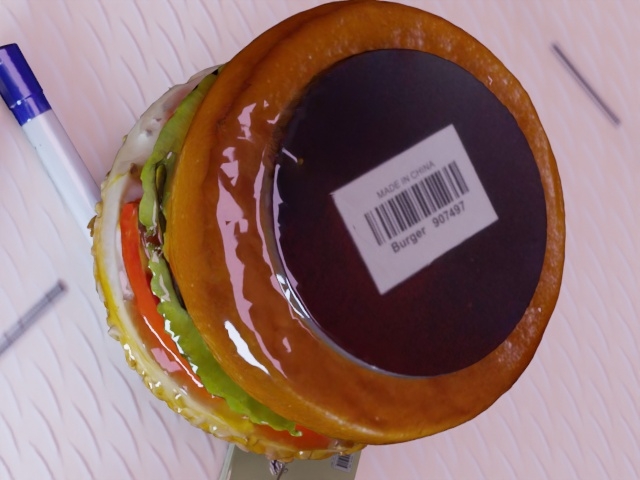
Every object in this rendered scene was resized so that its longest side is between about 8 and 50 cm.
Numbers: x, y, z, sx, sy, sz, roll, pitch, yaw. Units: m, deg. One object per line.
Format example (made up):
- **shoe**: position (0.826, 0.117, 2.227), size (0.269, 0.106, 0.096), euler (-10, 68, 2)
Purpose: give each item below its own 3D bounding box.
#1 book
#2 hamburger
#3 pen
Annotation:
- **book**: position (-0.025, 0.188, 1.185), size (0.111, 0.014, 0.077), euler (21, 73, -19)
- **hamburger**: position (0.000, 0.000, 1.088), size (0.330, 0.250, 0.330), euler (4, 82, -29)
- **pen**: position (-0.185, -0.032, 1.143), size (0.033, 0.033, 0.269), euler (-32, 94, -23)
